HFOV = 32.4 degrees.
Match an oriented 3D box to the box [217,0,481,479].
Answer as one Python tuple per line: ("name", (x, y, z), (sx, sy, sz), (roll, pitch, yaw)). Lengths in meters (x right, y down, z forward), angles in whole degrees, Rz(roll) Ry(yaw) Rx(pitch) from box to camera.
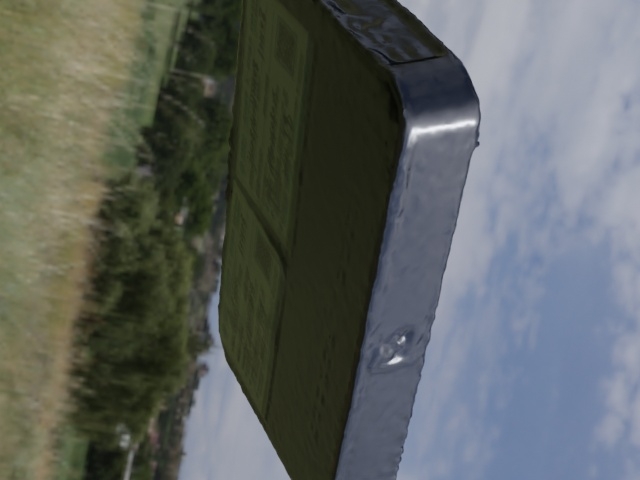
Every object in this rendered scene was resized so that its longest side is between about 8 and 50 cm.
("box", (0.000, 0.000, 0.713), (0.211, 0.058, 0.350), (-124, -149, -42))
